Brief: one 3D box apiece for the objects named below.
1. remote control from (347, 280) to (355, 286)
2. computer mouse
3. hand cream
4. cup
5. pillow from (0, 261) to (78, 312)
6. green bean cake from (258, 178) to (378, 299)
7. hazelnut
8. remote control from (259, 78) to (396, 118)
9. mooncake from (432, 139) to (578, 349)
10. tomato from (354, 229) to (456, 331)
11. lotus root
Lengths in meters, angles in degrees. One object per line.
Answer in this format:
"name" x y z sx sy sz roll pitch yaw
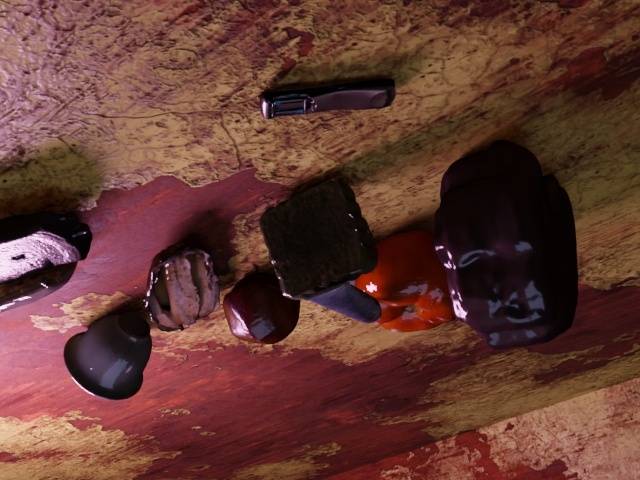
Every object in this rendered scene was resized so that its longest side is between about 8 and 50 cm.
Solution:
"remote control" 0.145 0.104 1.788 0.244 0.047 0.087 9 143 -34
"computer mouse" -0.520 -0.001 1.330 0.264 0.088 0.147 -13 154 9
"hand cream" 0.058 0.117 1.432 0.088 0.055 0.256 -19 161 19
"cup" -0.455 0.237 1.726 0.199 0.199 0.150 18 122 -41
"pillow" -0.584 0.103 1.444 0.255 0.059 0.169 -20 -169 10
"green bean cake" 0.000 0.000 1.404 0.185 0.183 0.094 -26 165 25
"hazelnut" -0.131 0.148 1.688 0.170 0.160 0.201 6 -173 -5
"remote control" 0.012 -0.218 1.178 0.212 0.028 0.059 -7 150 -6
"mooncake" 0.353 0.019 1.429 0.212 0.350 0.381 -14 143 26
"tomato" 0.188 0.086 1.623 0.260 0.180 0.260 1 145 0
"lotus root" -0.299 0.085 1.585 0.167 0.078 0.329 -26 155 -20
